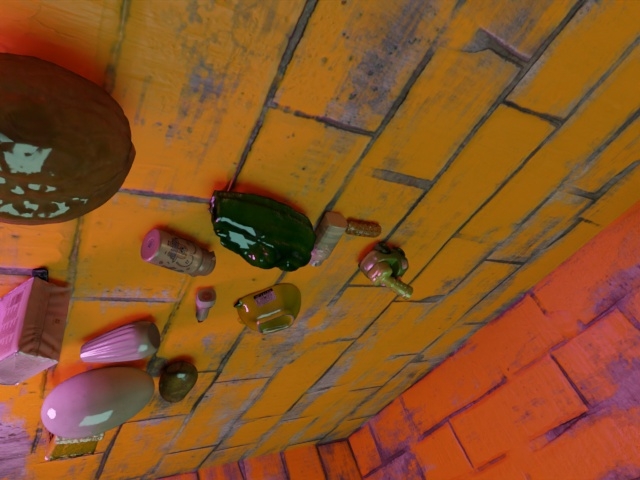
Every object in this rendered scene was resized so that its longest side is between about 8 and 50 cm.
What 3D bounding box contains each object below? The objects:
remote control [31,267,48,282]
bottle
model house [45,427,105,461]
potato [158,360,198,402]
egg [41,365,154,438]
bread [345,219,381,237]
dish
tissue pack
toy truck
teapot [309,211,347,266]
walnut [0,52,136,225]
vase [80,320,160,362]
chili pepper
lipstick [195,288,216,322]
[{"bbox_3d":[-0.769,0.106,1.170,0.039,0.014,0.096,2,137,-29],"label":"remote control"},{"bbox_3d":[-0.403,0.048,1.229,0.110,0.097,0.209,-41,140,17],"label":"bottle"},{"bbox_3d":[-0.979,0.756,1.722,0.194,0.174,0.234,13,133,-39],"label":"model house"},{"bbox_3d":[-0.593,0.582,1.777,0.150,0.113,0.251,8,125,-25],"label":"potato"},{"bbox_3d":[-0.802,0.583,1.560,0.371,0.230,0.229,-9,141,-28],"label":"egg"},{"bbox_3d":[0.147,-0.039,1.469,0.157,0.044,0.052,7,127,-36],"label":"bread"},{"bbox_3d":[-0.187,0.280,1.627,0.263,0.108,0.221,-14,141,-14],"label":"dish"},{"bbox_3d":[-0.788,0.243,1.138,0.185,0.225,0.124,-29,141,17],"label":"tissue pack"},{"bbox_3d":[0.247,0.116,1.599,0.187,0.210,0.148,25,124,-24],"label":"toy truck"},{"bbox_3d":[0.000,0.000,1.410,0.107,0.077,0.200,5,135,-28],"label":"teapot"},{"bbox_3d":[-0.502,-0.174,0.753,0.333,0.332,0.332,-15,142,-12],"label":"walnut"},{"bbox_3d":[-0.678,0.352,1.438,0.248,0.128,0.128,-14,143,0],"label":"vase"},{"bbox_3d":[-0.167,-0.014,1.225,0.385,0.167,0.213,22,122,-43],"label":"chili pepper"},{"bbox_3d":[-0.413,0.238,1.499,0.063,0.057,0.186,-2,144,-27],"label":"lipstick"}]
